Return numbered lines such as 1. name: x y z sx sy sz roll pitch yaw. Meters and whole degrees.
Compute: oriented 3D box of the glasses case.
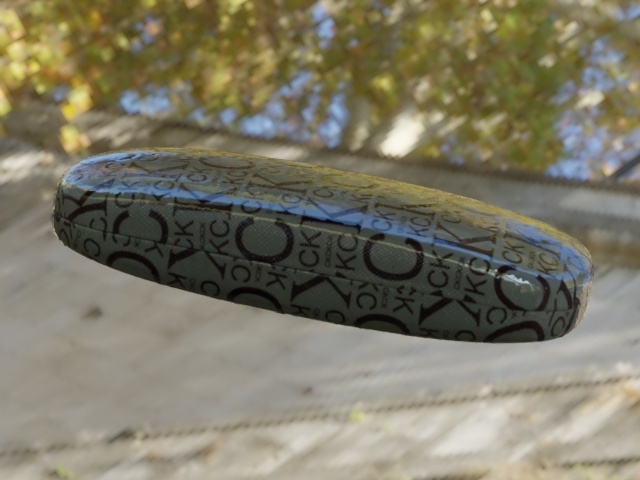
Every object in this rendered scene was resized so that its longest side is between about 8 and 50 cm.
1. glasses case: 0.000 0.000 1.160 0.355 0.137 0.085 12 -74 12
